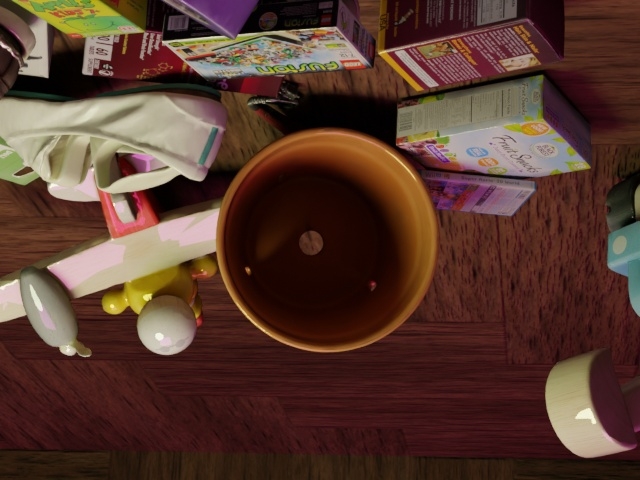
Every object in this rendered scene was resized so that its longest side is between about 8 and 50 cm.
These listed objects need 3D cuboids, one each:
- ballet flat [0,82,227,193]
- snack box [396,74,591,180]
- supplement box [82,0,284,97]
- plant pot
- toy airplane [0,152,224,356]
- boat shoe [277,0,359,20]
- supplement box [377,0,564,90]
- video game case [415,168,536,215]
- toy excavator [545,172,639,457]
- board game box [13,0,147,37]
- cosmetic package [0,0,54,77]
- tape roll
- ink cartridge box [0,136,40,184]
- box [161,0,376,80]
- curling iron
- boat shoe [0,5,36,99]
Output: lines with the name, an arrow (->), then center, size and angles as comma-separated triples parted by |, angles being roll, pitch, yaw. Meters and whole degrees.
ballet flat -> -0.288, -0.125, 1.963 | 0.400, 0.139, 0.139 | 2, 162, 37
snack box -> 0.228, -0.137, 2.047 | 0.207, 0.070, 0.174 | -10, 156, 28
supplement box -> -0.156, -0.239, 1.844 | 0.239, 0.073, 0.130 | 6, 158, -9
plant pot -> 0.000, 0.000, 2.104 | 0.291, 0.290, 0.203 | 6, 178, -6
toy airplane -> -0.244, 0.030, 2.255 | 0.384, 0.272, 0.386 | 8, 143, -40
boat shoe -> -0.034, -0.287, 1.701 | 0.079, 0.084, 0.233 | 15, 161, 29
supplement box -> 0.172, -0.242, 1.779 | 0.188, 0.080, 0.104 | -9, 155, 29
video game case -> 0.197, -0.064, 2.131 | 0.166, 0.015, 0.119 | 5, 163, -8
toy excavator -> 0.490, 0.091, 2.079 | 0.433, 0.445, 0.222 | 17, 154, -32
board game box -> -0.266, -0.265, 1.662 | 0.092, 0.043, 0.181 | -1, 169, 21
cosmetic package -> -0.360, -0.270, 1.810 | 0.099, 0.060, 0.239 | 5, 158, -7
tape roll -> -0.147, -0.286, 1.590 | 0.189, 0.080, 0.189 | 31, -178, -1
ink cartridge box -> -0.470, -0.144, 2.137 | 0.209, 0.062, 0.109 | 18, 154, -33
box -> -0.055, -0.218, 1.707 | 0.207, 0.036, 0.114 | -2, 162, 24
curling iron -> -0.019, -0.145, 2.110 | 0.068, 0.035, 0.274 | -6, 156, 22
boat shoe -> -0.486, -0.243, 1.756 | 0.324, 0.096, 0.116 | 20, 157, 5
